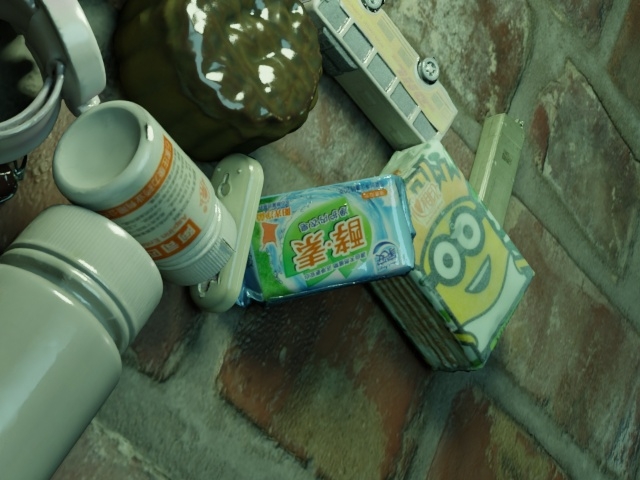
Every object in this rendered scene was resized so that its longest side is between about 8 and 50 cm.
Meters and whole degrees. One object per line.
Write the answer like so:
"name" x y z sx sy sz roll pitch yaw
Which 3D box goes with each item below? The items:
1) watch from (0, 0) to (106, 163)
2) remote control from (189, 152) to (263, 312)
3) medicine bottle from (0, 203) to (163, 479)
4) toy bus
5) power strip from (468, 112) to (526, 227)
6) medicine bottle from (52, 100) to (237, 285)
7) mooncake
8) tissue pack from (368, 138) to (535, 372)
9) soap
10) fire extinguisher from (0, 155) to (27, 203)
"watch" -0.396 -0.216 1.258 0.231 0.196 0.244 -29 87 -19
"remote control" -0.131 -0.011 1.465 0.042 0.078 0.222 16 84 -51
"medicine bottle" -0.334 0.135 1.183 0.208 0.208 0.340 49 52 -22
"toy bus" 0.083 -0.292 1.744 0.342 0.097 0.138 47 60 -26
"power strip" 0.307 -0.109 1.931 0.078 0.052 0.272 36 59 -31
"medicine bottle" -0.208 -0.052 1.333 0.252 0.144 0.145 49 47 -57
"mooncake" -0.134 -0.260 1.491 0.290 0.161 0.290 14 69 -40
"tissue pack" 0.186 0.026 1.734 0.311 0.128 0.228 52 51 -20
"soap" 0.000 0.000 1.535 0.293 0.077 0.156 -12 82 -8
"fire extinguisher" -0.415 -0.063 1.269 0.158 0.043 0.064 -16 118 -43
